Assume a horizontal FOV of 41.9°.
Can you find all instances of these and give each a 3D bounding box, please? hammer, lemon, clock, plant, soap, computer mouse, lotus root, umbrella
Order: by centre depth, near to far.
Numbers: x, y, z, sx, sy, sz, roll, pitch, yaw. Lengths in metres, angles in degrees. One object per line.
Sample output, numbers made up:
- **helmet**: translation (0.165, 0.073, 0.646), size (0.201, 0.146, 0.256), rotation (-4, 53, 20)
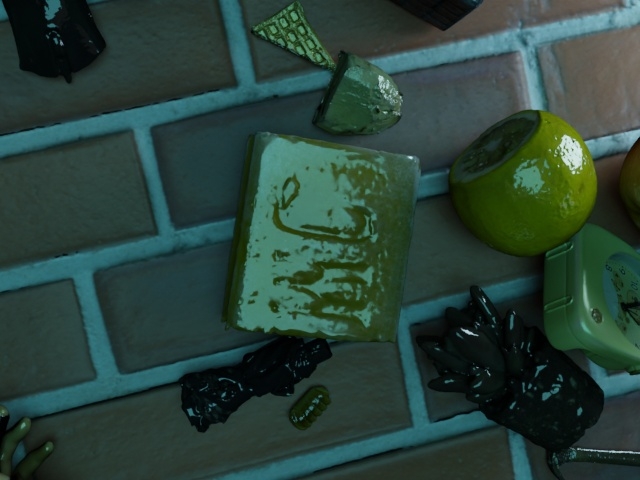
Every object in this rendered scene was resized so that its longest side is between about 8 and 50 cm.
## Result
- **computer mouse**: translation (-0.445, -0.385, 1.349), size (0.147, 0.088, 0.264), rotation (-17, 100, -3)
- **lemon**: translation (0.349, -0.082, 1.402), size (0.240, 0.240, 0.219), rotation (-41, 108, -2)
- **soap**: translation (0.000, 0.000, 1.404), size (0.294, 0.156, 0.334), rotation (9, 92, -9)
- **umbrella**: translation (-0.109, 0.233, 1.408), size (0.273, 0.122, 0.110), rotation (-23, 55, 10)
- **lotus root**: translation (0.075, -0.239, 1.421), size (0.144, 0.070, 0.143), rotation (11, 108, -15)
- **plant**: translation (0.320, 0.228, 1.451), size (0.321, 0.181, 0.194), rotation (38, 95, -7)
- **clock**: translation (0.524, 0.125, 1.462), size (0.308, 0.096, 0.234), rotation (28, 53, -23)
- **hammer**: translation (0.571, 0.411, 1.575), size (0.298, 0.027, 0.125), rotation (4, 94, -8)

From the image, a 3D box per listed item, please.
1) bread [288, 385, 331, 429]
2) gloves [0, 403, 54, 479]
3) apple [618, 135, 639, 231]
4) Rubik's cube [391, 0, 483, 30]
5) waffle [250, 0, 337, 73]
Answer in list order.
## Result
- **bread**: translation (-0.017, 0.299, 1.486), size (0.088, 0.034, 0.049), rotation (-45, 105, -2)
- **gloves**: translation (-0.496, 0.410, 1.352), size (0.152, 0.197, 0.300), rotation (-19, 98, -16)
- **apple**: translation (0.651, -0.087, 1.424), size (0.233, 0.286, 0.286), rotation (-32, 98, 4)
- **Rubik's cube**: translation (0.186, -0.510, 1.338), size (0.238, 0.237, 0.236), rotation (29, 92, -9)
- **waffle**: translation (-0.040, -0.324, 1.434), size (0.098, 0.023, 0.152), rotation (-34, 101, 0)
